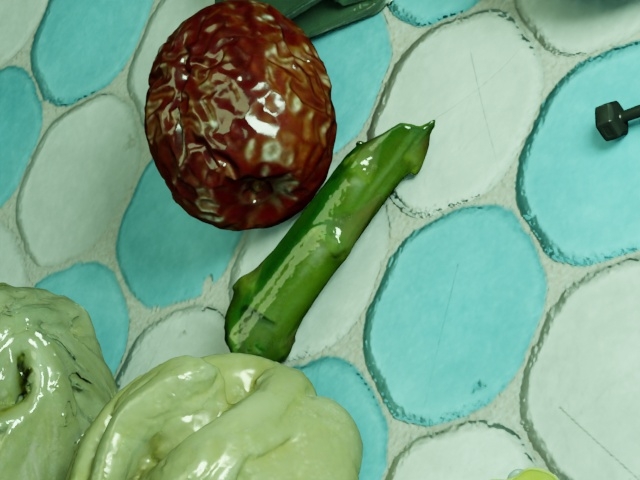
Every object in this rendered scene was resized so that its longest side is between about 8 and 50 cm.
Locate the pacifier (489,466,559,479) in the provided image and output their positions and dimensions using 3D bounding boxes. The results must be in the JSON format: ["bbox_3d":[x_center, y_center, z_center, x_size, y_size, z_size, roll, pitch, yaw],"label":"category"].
[{"bbox_3d":[0.185,0.236,1.767,0.083,0.068,0.064,-21,21,15],"label":"pacifier"}]

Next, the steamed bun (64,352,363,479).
[{"bbox_3d":[-0.138,0.288,1.912,0.372,0.230,0.325,-39,54,18],"label":"steamed bun"}]

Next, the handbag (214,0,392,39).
[{"bbox_3d":[-0.037,-0.341,2.231,0.260,0.079,0.248,-23,55,35],"label":"handbag"}]

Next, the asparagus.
[{"bbox_3d":[0.001,0.001,2.026,0.343,0.082,0.085,-56,40,5],"label":"asparagus"}]

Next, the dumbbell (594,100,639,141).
[{"bbox_3d":[0.301,-0.123,1.834,0.083,0.036,0.040,-20,60,36],"label":"dumbbell"}]

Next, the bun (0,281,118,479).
[{"bbox_3d":[-0.382,0.199,2.099,0.234,0.362,0.326,-35,74,55],"label":"bun"}]

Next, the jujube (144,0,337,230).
[{"bbox_3d":[-0.092,-0.139,2.103,0.213,0.213,0.232,-34,49,27],"label":"jujube"}]
